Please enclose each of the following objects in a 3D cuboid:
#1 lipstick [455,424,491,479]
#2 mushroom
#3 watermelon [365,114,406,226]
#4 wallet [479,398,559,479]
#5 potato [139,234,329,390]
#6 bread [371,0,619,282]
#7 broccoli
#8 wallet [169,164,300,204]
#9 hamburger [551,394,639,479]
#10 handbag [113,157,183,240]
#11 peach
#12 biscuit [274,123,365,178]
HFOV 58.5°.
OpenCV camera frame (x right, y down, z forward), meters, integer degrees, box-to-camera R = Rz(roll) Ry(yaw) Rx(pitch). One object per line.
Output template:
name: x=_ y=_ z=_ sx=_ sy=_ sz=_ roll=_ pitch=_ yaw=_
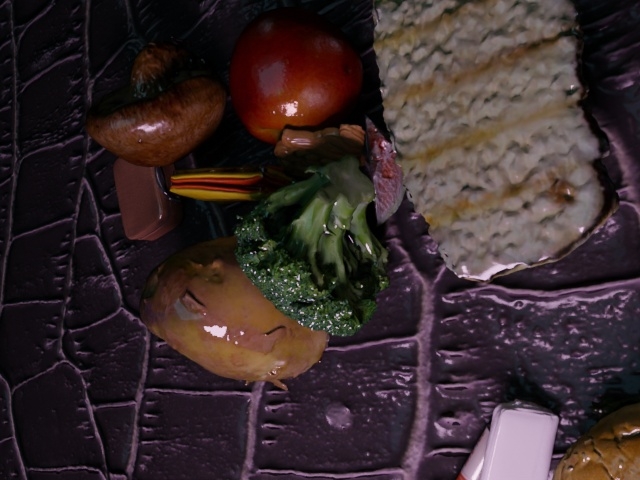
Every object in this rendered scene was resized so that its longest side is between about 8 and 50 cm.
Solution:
lipstick: x=0.228 y=0.332 z=0.829 sx=0.038 sy=0.038 sz=0.131 roll=32 pitch=104 yaw=31
mushroom: x=-0.312 y=-0.267 z=1.139 sx=0.263 sy=0.195 sz=0.283 roll=6 pitch=63 yaw=39
watermelon: x=0.100 y=-0.115 z=0.925 sx=0.081 sy=0.094 sz=0.180 roll=-7 pitch=101 yaw=30
wallet: x=0.268 y=0.312 z=0.784 sx=0.095 sy=0.033 sz=0.190 roll=8 pitch=94 yaw=-8
potato: x=-0.168 y=0.120 z=0.993 sx=0.288 sy=0.237 sz=0.301 roll=-9 pitch=81 yaw=33
bread: x=0.227 y=-0.143 z=0.746 sx=0.239 sy=0.264 sz=0.396 roll=-14 pitch=79 yaw=20
broccoli: x=0.000 y=0.000 z=0.869 sx=0.245 sy=0.264 sz=0.295 roll=118 pitch=168 yaw=-45
wallet: x=-0.148 y=-0.100 z=1.049 sx=0.241 sy=0.141 sz=0.067 roll=5 pitch=86 yaw=37
hamburger: x=0.390 y=0.344 z=0.665 sx=0.211 sy=0.132 sz=0.309 roll=-39 pitch=68 yaw=23
handbag: x=-0.375 y=-0.106 z=1.250 sx=0.151 sy=0.072 sz=0.194 roll=-20 pitch=74 yaw=31
peach: x=-0.043 y=-0.279 z=0.962 sx=0.243 sy=0.199 sz=0.244 roll=-5 pitch=78 yaw=25
biscuit: x=-0.006 y=-0.142 z=0.959 sx=0.250 sy=0.162 sz=0.035 roll=-18 pitch=60 yaw=63
